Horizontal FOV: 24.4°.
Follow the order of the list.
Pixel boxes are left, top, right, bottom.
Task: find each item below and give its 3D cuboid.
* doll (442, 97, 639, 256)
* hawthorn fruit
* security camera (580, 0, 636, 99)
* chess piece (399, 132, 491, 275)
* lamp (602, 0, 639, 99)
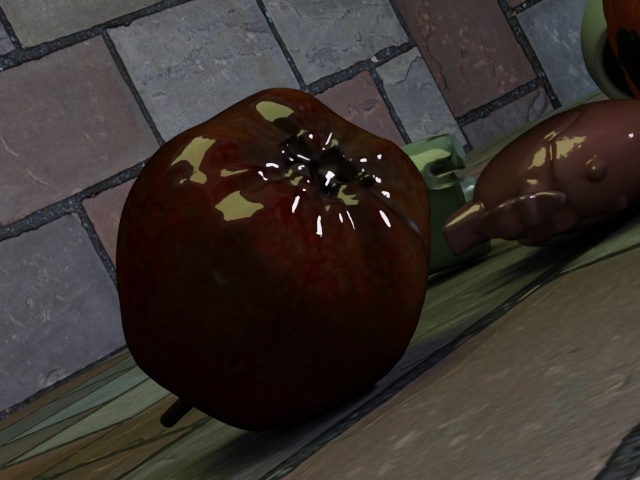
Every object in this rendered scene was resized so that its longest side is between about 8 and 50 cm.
[{"bbox_3d":[0.188,-0.048,1.101,0.211,0.093,0.262,-23,4,28],"label":"doll"},{"bbox_3d":[-0.044,0.032,0.955,0.208,0.208,0.248,-31,-20,-51],"label":"hawthorn fruit"},{"bbox_3d":[0.404,-0.243,1.642,0.236,0.195,0.194,-24,3,6],"label":"security camera"},{"bbox_3d":[0.000,0.000,1.375,0.299,0.195,0.194,-18,5,15],"label":"chess piece"},{"bbox_3d":[0.328,-0.177,1.210,0.164,0.188,0.187,-26,2,-4],"label":"lamp"}]
